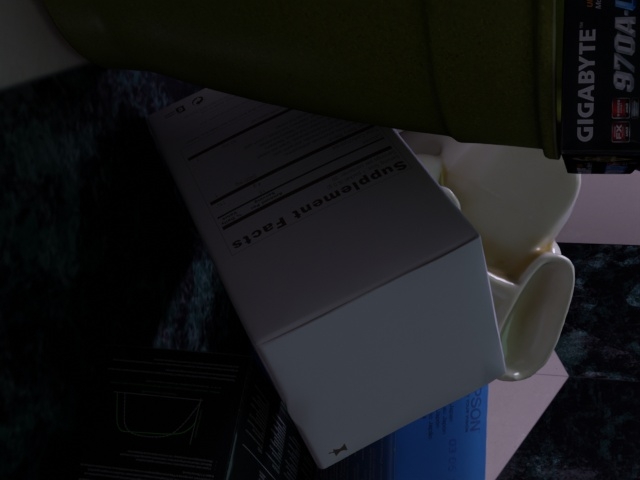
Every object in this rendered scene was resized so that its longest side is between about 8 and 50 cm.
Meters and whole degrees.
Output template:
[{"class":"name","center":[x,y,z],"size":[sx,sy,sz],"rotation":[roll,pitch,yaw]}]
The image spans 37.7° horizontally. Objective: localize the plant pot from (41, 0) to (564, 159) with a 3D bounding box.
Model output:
[{"class":"plant pot","center":[-0.004,-0.245,0.664],"size":[0.366,0.353,0.367],"rotation":[3,90,-74]}]

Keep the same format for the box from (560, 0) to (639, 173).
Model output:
[{"class":"box","center":[0.183,-0.134,0.600],"size":[0.220,0.051,0.175],"rotation":[-6,98,-74]}]

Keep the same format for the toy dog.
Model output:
[{"class":"toy dog","center":[0.124,-0.066,1.224],"size":[0.408,0.284,0.395],"rotation":[34,-74,65]}]

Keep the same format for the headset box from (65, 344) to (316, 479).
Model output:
[{"class":"headset box","center":[-0.109,0.265,0.765],"size":[0.246,0.131,0.283],"rotation":[66,30,-58]}]

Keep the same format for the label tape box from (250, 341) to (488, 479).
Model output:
[{"class":"label tape box","center":[0.035,0.209,0.964],"size":[0.333,0.105,0.241],"rotation":[-169,-101,-64]}]

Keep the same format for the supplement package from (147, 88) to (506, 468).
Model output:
[{"class":"supplement package","center":[0.000,0.000,0.778],"size":[0.293,0.175,0.177],"rotation":[59,-8,43]}]
